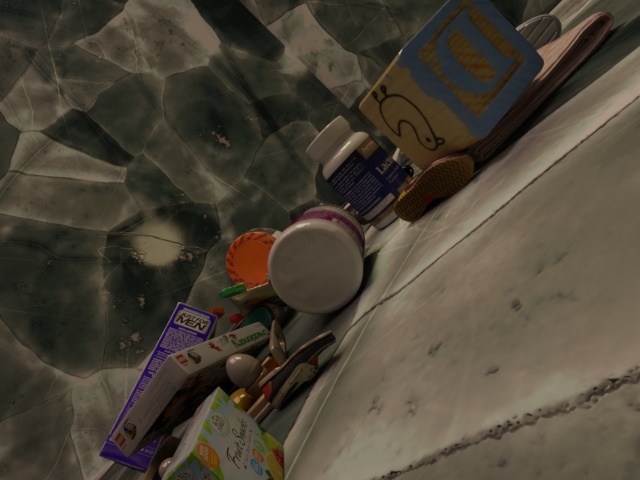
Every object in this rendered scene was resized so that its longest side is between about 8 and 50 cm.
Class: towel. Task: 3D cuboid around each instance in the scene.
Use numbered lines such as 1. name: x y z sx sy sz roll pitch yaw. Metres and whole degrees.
1. towel: 0.372 -0.279 0.839 0.317 0.053 0.332 -46 5 5

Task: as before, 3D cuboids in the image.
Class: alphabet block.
1. alphabet block: 0.217 -0.271 0.716 0.193 0.192 0.197 -47 5 -13

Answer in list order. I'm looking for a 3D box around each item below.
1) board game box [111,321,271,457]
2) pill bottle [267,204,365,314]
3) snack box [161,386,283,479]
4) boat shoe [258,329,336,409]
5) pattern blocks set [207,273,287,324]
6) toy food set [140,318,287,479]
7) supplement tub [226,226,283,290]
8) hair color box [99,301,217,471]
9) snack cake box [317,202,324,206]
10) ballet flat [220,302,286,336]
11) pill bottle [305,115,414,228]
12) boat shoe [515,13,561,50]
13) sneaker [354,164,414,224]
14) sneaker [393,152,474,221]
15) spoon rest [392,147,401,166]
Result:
1. board game box: -0.229 0.271 0.796 0.193 0.053 0.305 -53 -16 12
2. pill bottle: 0.006 0.018 0.824 0.169 0.169 0.301 -45 4 14
3. snack box: -0.080 0.203 0.372 0.037 0.100 0.141 -47 4 -4
4. boat shoe: -0.026 0.173 0.546 0.137 0.043 0.049 -43 -21 14
5. pattern blocks set: -0.159 0.159 1.088 0.286 0.026 0.325 -21 -21 1
6. toy food set: -0.172 0.273 0.679 0.306 0.092 0.220 -46 4 -5
7. supplement tub: -0.153 0.070 1.253 0.207 0.207 0.338 -46 -9 2
8. hair color box: -0.355 0.336 0.935 0.185 0.110 0.338 118 174 -55
9. snack cake box: 0.000 0.000 1.186 0.089 0.152 0.264 -44 4 23
10. ballet flat: -0.208 0.279 1.115 0.316 0.107 0.106 -39 -14 20
11. pill bottle: 0.100 -0.167 0.994 0.153 0.265 0.153 -46 4 5
12. boat shoe: 0.469 -0.438 1.039 0.302 0.109 0.094 -46 1 45
13. sneaker: 0.188 -0.141 1.181 0.234 0.078 0.106 -45 1 -11
14. sneaker: 0.206 -0.110 0.742 0.185 0.070 0.084 -40 13 50
15. spoon rest: 0.307 -0.311 1.600 0.276 0.084 0.137 -46 4 -1
